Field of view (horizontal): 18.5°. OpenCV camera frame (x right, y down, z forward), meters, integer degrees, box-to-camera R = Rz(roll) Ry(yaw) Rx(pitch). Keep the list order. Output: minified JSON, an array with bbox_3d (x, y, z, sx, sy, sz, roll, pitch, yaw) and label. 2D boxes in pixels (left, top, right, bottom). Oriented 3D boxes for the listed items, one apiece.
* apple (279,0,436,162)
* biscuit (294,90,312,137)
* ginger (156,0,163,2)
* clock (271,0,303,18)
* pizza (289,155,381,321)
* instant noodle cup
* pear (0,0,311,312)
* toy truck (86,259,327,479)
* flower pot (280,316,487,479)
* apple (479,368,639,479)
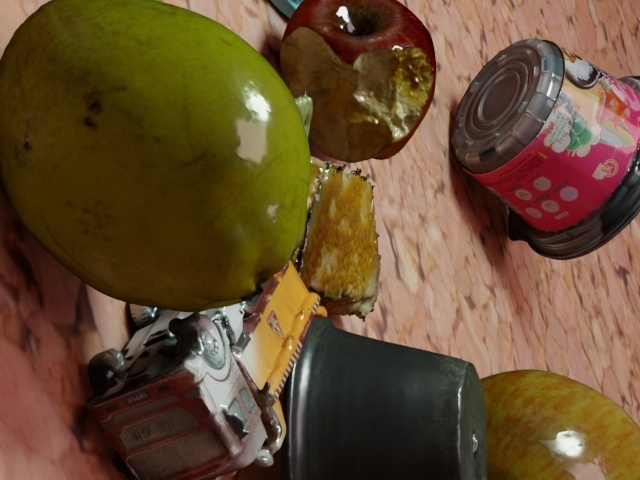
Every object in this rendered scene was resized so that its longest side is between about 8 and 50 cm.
[{"bbox_3d":[0.037,-0.163,1.949,0.147,0.156,0.158,-79,173,-49],"label":"apple"},{"bbox_3d":[-0.053,-0.055,1.733,0.231,0.016,0.139,-27,129,-71],"label":"biscuit"},{"bbox_3d":[-0.155,-0.172,1.608,0.118,0.065,0.298,-51,121,-70],"label":"ginger"},{"bbox_3d":[-0.038,-0.290,1.995,0.147,0.045,0.108,33,43,-57],"label":"clock"},{"bbox_3d":[0.000,0.000,1.822,0.226,0.069,0.147,8,91,-68],"label":"pizza"},{"bbox_3d":[0.276,-0.127,2.378,0.182,0.302,0.258,32,32,-27],"label":"instant noodle cup"},{"bbox_3d":[-0.123,-0.066,1.413,0.269,0.212,0.212,50,18,13],"label":"pear"},{"bbox_3d":[-0.085,0.092,1.528,0.135,0.114,0.270,61,22,-16],"label":"toy truck"},{"bbox_3d":[0.063,0.175,1.686,0.235,0.148,0.235,-3,90,-76],"label":"flower pot"},{"bbox_3d":[0.186,0.256,1.851,0.264,0.264,0.264,48,33,-46],"label":"apple"}]
